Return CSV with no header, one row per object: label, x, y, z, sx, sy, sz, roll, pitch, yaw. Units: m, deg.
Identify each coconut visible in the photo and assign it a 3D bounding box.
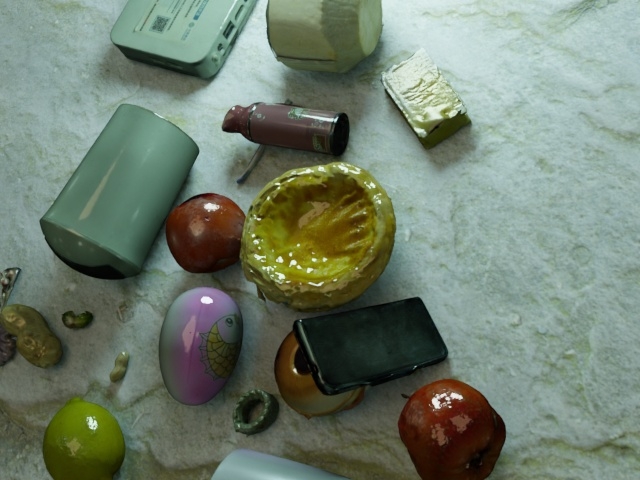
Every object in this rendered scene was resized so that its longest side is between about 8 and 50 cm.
coconut,-0.004,-0.583,1.919,0.323,0.323,0.323,-9,65,20

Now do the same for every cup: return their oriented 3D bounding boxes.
cup,-0.039,0.566,1.467,0.371,0.253,0.253,6,71,22

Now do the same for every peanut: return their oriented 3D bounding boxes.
peanut,-0.506,0.319,1.897,0.037,0.037,0.083,14,73,28
peanut,-0.770,0.251,2.003,0.098,0.103,0.229,-40,60,-14

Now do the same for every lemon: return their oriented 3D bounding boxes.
lemon,-0.560,0.478,1.771,0.184,0.184,0.248,-37,60,5

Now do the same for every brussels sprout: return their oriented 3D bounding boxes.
brussels sprout,-0.650,0.211,2.000,0.083,0.046,0.051,-2,66,23

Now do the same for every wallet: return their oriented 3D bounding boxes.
wallet,0.110,0.214,1.559,0.318,0.045,0.172,-10,60,-30

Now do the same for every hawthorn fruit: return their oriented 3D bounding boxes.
hawthorn fruit,0.237,0.357,1.476,0.207,0.207,0.243,-50,40,-3

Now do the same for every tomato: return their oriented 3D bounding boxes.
tomato,-0.278,-0.022,1.842,0.208,0.208,0.184,-31,75,9

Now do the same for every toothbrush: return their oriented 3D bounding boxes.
toothbrush,-0.149,-0.264,1.999,0.027,0.021,0.269,24,80,36

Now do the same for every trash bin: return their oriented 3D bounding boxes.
trash bin,-0.523,-0.110,1.954,0.280,0.280,0.432,19,74,29

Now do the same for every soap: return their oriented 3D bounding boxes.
soap,0.251,-0.346,1.828,0.135,0.076,0.233,-32,58,7

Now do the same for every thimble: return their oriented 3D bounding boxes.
thimble,-0.149,0.390,1.694,0.084,0.062,0.110,32,84,30

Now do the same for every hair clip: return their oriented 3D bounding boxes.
hair clip,-0.909,0.208,2.102,0.173,0.069,0.300,-5,67,21

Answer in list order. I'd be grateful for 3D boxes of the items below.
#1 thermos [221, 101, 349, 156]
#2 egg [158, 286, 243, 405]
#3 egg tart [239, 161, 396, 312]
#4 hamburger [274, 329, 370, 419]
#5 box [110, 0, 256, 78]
thermos,-0.094,-0.304,1.922,0.330,0.109,0.136,11,75,22
egg,-0.279,0.243,1.743,0.196,0.196,0.271,9,88,27
egg tart,0.000,0.000,1.739,0.387,0.169,0.388,-8,63,17
hamburger,0.001,0.275,1.632,0.236,0.147,0.237,-18,53,26
box,-0.391,-0.693,2.239,0.396,0.111,0.396,21,79,29
